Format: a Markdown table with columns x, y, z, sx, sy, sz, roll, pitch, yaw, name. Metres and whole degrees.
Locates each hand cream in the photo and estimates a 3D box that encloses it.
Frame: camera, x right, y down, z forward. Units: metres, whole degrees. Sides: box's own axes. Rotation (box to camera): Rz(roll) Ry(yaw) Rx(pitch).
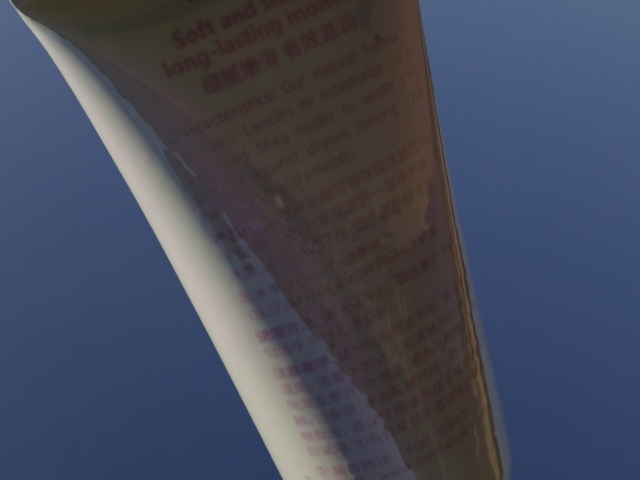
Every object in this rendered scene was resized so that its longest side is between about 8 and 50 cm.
| x | y | z | sx | sy | sz | roll | pitch | yaw | name |
| --- | --- | --- | --- | --- | --- | --- | --- | --- | --- |
| 0.000 | 0.000 | 0.552 | 0.185 | 0.358 | 0.118 | -25 | -153 | -13 | hand cream |
